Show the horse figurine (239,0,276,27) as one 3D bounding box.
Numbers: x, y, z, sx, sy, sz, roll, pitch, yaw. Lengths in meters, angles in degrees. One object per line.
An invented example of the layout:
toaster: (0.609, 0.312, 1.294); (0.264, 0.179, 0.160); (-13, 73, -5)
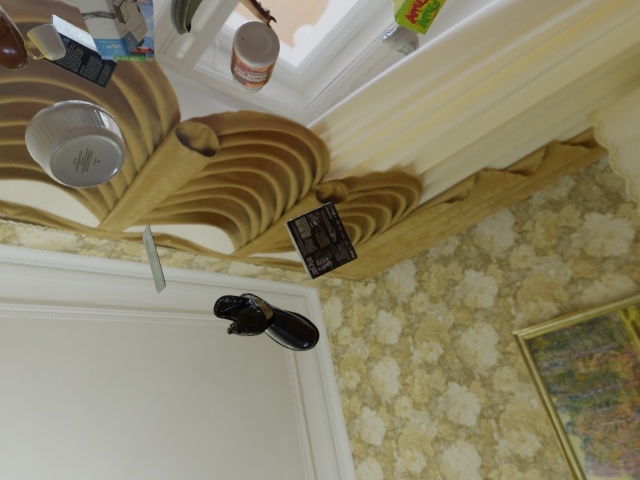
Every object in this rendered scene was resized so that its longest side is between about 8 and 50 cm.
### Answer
horse figurine: (-0.173, -0.483, 0.671); (0.174, 0.066, 0.263); (55, -179, 13)

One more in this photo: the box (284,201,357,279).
box: (0.000, 0.000, 1.181); (0.180, 0.148, 0.077); (65, 171, -5)

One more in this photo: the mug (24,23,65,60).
mug: (-0.637, -0.456, 0.959); (0.064, 0.078, 0.062); (65, -146, -22)

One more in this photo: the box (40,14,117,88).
box: (-0.825, -0.644, 1.406); (0.207, 0.108, 0.153); (20, -150, -42)

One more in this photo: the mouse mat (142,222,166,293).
mouse mat: (-0.484, 0.055, 1.191); (0.007, 0.153, 0.189); (-15, -97, -32)

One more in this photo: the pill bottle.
pill bottle: (-0.188, -0.498, 1.144); (0.121, 0.221, 0.121); (1, -92, -15)

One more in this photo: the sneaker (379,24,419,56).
sneaker: (0.252, -0.608, 1.245); (0.235, 0.090, 0.094); (-48, -61, -48)

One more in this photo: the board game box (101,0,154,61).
board game box: (-0.597, -0.646, 1.260); (0.160, 0.211, 0.039); (-7, -112, -23)

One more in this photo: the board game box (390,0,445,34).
board game box: (0.121, -0.350, 0.505); (0.043, 0.092, 0.181); (12, -126, -19)

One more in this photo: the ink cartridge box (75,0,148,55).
ink cartridge box: (-0.506, -0.567, 0.983); (0.082, 0.190, 0.139); (6, -128, 4)

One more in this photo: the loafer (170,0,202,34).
loafer: (-0.364, -0.697, 1.155); (0.088, 0.251, 0.094); (13, -131, -15)

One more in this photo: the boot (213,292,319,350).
boot: (-0.122, 0.204, 0.983); (0.247, 0.094, 0.207); (29, 178, 5)

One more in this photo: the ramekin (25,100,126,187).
ramekin: (-0.741, -0.283, 1.277); (0.273, 0.272, 0.127); (-8, -128, -51)

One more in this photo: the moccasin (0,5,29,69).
moccasin: (-0.989, -0.669, 1.169); (0.139, 0.379, 0.147); (-23, -131, -14)
